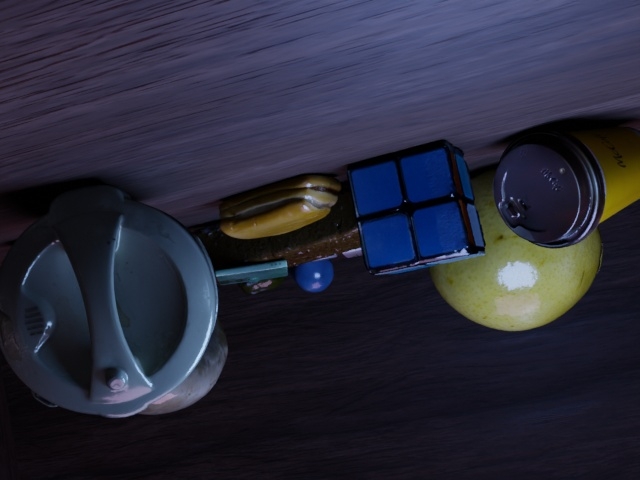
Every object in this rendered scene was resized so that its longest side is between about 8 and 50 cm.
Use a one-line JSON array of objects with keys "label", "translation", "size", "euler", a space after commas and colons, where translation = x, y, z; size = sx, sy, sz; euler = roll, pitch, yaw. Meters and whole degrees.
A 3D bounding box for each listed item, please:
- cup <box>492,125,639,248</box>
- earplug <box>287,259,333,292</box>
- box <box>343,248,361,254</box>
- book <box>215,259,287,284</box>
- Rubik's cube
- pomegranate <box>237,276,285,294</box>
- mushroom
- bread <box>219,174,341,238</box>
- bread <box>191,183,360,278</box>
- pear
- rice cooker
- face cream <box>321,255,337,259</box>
[{"label": "cup", "translation": [0.434, -0.104, 1.328], "size": [0.279, 0.196, 0.196], "euler": [-17, 179, -36]}, {"label": "earplug", "translation": [-0.025, 0.075, 2.191], "size": [0.132, 0.132, 0.273], "euler": [-11, -172, -4]}, {"label": "box", "translation": [0.167, -0.031, 1.914], "size": [0.251, 0.106, 0.203], "euler": [-13, 176, 6]}, {"label": "book", "translation": [-0.130, 0.063, 1.533], "size": [0.135, 0.017, 0.103], "euler": [-8, 167, -4]}, {"label": "Rubik's cube", "translation": [0.159, -0.046, 1.286], "size": [0.167, 0.183, 0.180], "euler": [-12, 177, 19]}, {"label": "pomegranate", "translation": [-0.170, 0.076, 2.325], "size": [0.152, 0.131, 0.191], "euler": [-19, -164, 14]}, {"label": "mushroom", "translation": [-0.321, 0.140, 1.500], "size": [0.294, 0.362, 0.362], "euler": [-45, 161, 22]}, {"label": "bread", "translation": [-0.065, -0.055, 1.323], "size": [0.200, 0.077, 0.116], "euler": [-15, 166, 29]}, {"label": "bread", "translation": [-0.049, -0.016, 1.536], "size": [0.416, 0.113, 0.165], "euler": [-15, 169, 29]}, {"label": "pear", "translation": [0.392, 0.016, 1.616], "size": [0.348, 0.348, 0.348], "euler": [-11, 175, -1]}, {"label": "rice cooker", "translation": [-0.272, 0.075, 1.061], "size": [0.288, 0.288, 0.277], "euler": [-11, -179, -8]}, {"label": "face cream", "translation": [0.000, 0.000, 1.931], "size": [0.091, 0.095, 0.091], "euler": [-12, 176, -1]}]
